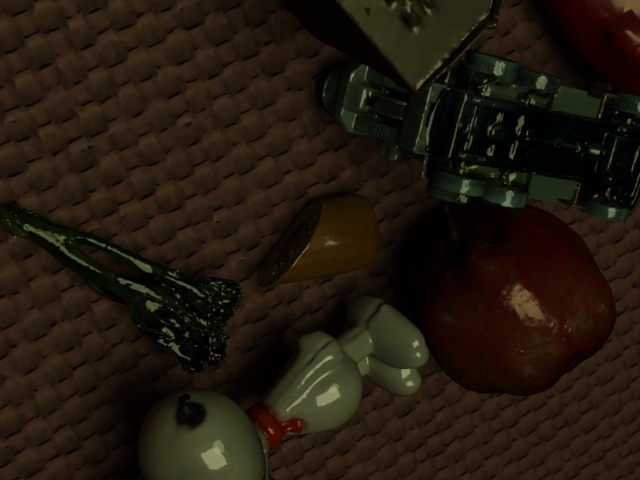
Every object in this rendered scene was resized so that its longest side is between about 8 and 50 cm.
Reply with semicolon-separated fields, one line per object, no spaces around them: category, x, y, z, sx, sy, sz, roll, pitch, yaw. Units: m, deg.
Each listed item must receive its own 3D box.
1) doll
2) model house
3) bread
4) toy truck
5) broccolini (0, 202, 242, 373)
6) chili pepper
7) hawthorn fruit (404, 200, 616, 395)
doll;-0.038;0.169;0.980;0.271;0.144;0.208;-22;141;-43
model house;0.067;-0.257;0.856;0.248;0.181;0.176;-46;124;-3
bread;-0.001;0.000;0.992;0.103;0.049;0.062;-10;112;-30
toy truck;0.136;-0.089;0.993;0.257;0.140;0.108;5;104;-36
broccolini;-0.145;0.023;0.928;0.201;0.058;0.074;34;74;-19
chili pepper;0.262;-0.170;1.059;0.387;0.110;0.110;43;83;-30
hawthorn fruit;0.141;0.033;1.027;0.157;0.157;0.194;-45;119;-10
